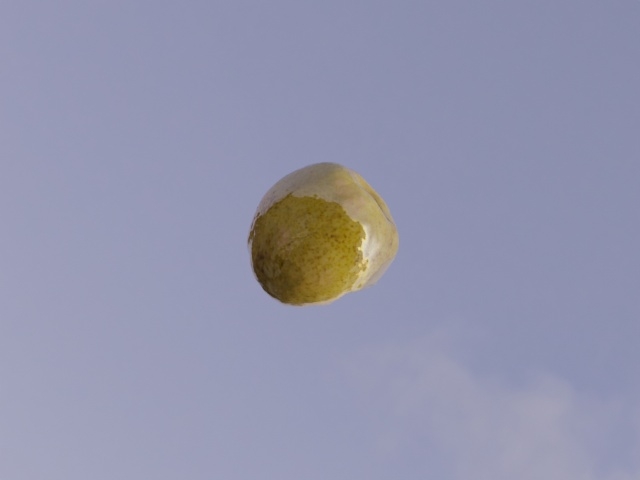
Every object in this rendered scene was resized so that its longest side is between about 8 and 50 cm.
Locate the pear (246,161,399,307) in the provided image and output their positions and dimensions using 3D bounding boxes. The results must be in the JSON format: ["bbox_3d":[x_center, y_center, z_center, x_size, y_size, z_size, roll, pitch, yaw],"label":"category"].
[{"bbox_3d":[0.000,0.000,1.740,0.178,0.178,0.178,23,-39,20],"label":"pear"}]
